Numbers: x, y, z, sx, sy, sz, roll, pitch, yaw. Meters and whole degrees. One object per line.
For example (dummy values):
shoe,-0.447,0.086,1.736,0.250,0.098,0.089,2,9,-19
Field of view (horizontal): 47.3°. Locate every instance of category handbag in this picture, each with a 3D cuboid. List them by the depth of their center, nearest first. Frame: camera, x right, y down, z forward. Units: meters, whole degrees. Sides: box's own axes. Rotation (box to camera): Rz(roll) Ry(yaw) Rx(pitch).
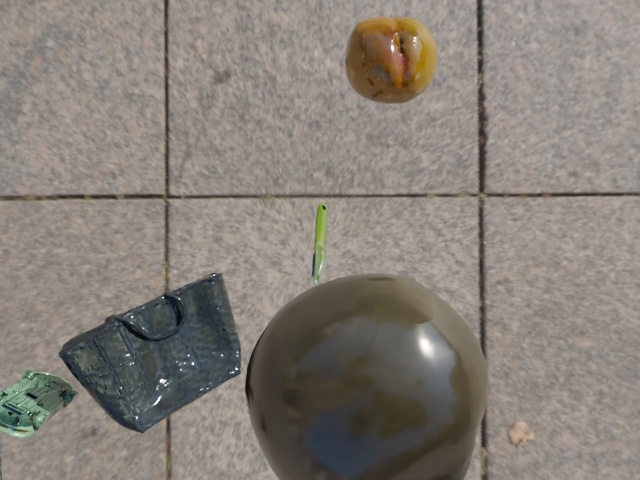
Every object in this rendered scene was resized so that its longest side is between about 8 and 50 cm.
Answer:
handbag,-0.242,0.170,1.117,0.270,0.088,0.175,-27,105,-26

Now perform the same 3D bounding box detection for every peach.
peach,0.103,-0.261,1.057,0.138,0.138,0.138,0,88,-1

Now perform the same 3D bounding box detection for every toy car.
toy car,-0.449,0.257,1.141,0.093,0.186,0.058,24,98,1

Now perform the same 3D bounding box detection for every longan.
longan,0.046,0.144,0.675,0.246,0.246,0.215,36,59,0

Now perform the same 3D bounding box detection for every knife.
knife,0.000,0.000,1.227,0.022,0.184,0.026,30,129,-23

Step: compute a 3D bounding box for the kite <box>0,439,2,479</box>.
kite,-0.361,0.297,0.825,0.137,0.005,0.153,11,96,-14
